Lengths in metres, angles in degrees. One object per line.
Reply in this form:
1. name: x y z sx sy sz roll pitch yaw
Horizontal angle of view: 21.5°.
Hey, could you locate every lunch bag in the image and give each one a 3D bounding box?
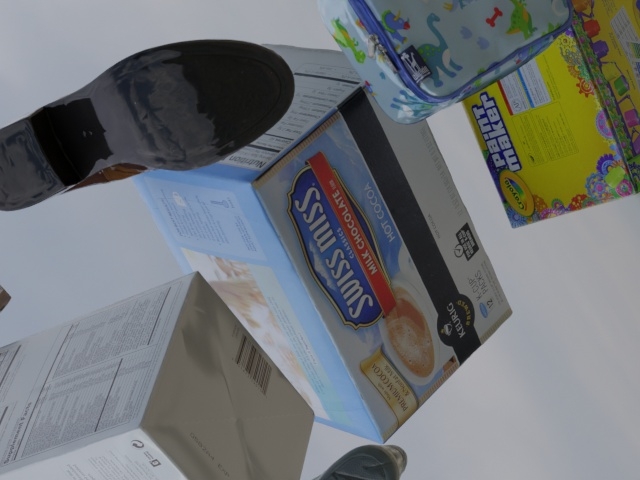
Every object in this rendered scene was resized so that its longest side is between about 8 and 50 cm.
1. lunch bag: 0.117 -0.224 1.595 0.176 0.219 0.090 58 152 4

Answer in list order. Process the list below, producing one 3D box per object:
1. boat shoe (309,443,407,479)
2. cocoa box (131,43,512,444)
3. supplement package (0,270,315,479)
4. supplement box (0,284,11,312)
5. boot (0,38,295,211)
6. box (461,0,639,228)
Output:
1. boat shoe: -0.010 0.397 2.386 0.118 0.320 0.103 51 -165 12
2. cocoa box: 0.000 0.000 1.780 0.231 0.228 0.347 11 136 48
3. supplement package: -0.179 0.194 1.494 0.199 0.263 0.198 53 -148 -28
4. supplement box: -0.441 0.036 1.820 0.188 0.104 0.081 48 -169 -8
5. boot: -0.114 -0.108 1.338 0.096 0.264 0.280 62 -161 -7
6. box: 0.299 -0.206 1.876 0.279 0.177 0.290 -27 -83 -45
